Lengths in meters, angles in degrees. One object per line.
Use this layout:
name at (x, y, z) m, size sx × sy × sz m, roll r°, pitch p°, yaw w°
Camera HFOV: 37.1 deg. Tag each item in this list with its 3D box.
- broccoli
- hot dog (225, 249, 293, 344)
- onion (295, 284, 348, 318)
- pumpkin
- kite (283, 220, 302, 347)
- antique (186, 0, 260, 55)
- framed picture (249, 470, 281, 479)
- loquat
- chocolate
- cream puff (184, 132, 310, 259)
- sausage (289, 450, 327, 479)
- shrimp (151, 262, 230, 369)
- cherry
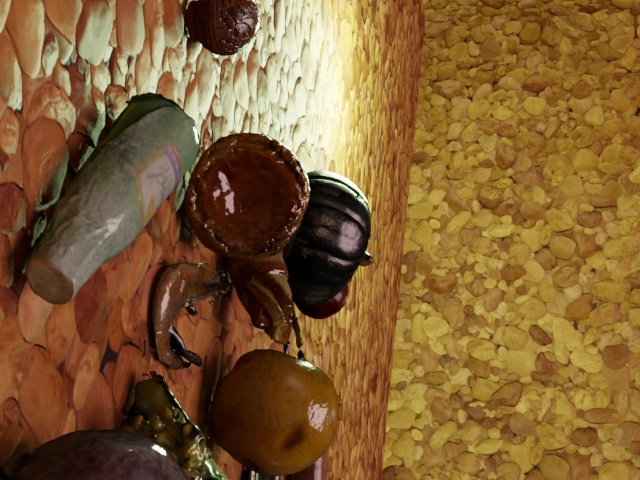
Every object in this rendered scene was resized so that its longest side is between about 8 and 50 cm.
broccoli at (-0.206, 0.300, 1.130) m, size 0.180 × 0.273 × 0.242 m, roll -31°, pitch 152°, yaw -19°
hot dog at (-0.106, 0.039, 1.526) m, size 0.123 × 0.093 × 0.261 m, roll 106°, pitch -24°, yaw -58°
onion at (-0.002, 0.110, 1.972) m, size 0.118 × 0.117 × 0.118 m, roll -14°, pitch 107°, yaw -54°
pumpkin at (0.000, 0.000, 1.757) m, size 0.250 × 0.216 × 0.250 m, roll -59°, pitch -167°, yaw 22°
kite at (-0.073, 0.033, 1.595) m, size 0.335 × 0.011 × 0.314 m, roll 113°, pitch -35°, yaw -53°
antique at (-0.133, -0.309, 1.339) m, size 0.104 × 0.104 × 0.104 m, roll 3°, pitch 90°, yaw -77°
framed picture at (-0.102, 0.482, 1.764) m, size 0.231 × 0.018 × 0.293 m, roll 64°, pitch 27°, yaw -68°
loquat at (-0.067, 0.269, 1.507) m, size 0.213 × 0.213 × 0.213 m, roll 3°, pitch 90°, yaw -77°
chocolate at (-0.222, -0.044, 1.012) m, size 0.291 × 0.110 × 0.110 m, roll -68°, pitch 157°, yaw -51°
cream puff at (-0.114, -0.063, 1.402) m, size 0.169 × 0.183 × 0.183 m, roll -171°, pitch -97°, yaw -80°
sausage at (-0.025, 0.483, 2.013) m, size 0.088 × 0.088 × 0.433 m, roll 35°, pitch 57°, yaw -75°
shrimp at (-0.178, 0.103, 1.338) m, size 0.219 × 0.046 × 0.152 m, roll -14°, pitch 106°, yaw -73°
cherry at (-0.219, 0.266, 0.897) m, size 0.195 × 0.195 × 0.195 m, roll 3°, pitch 90°, yaw -77°
